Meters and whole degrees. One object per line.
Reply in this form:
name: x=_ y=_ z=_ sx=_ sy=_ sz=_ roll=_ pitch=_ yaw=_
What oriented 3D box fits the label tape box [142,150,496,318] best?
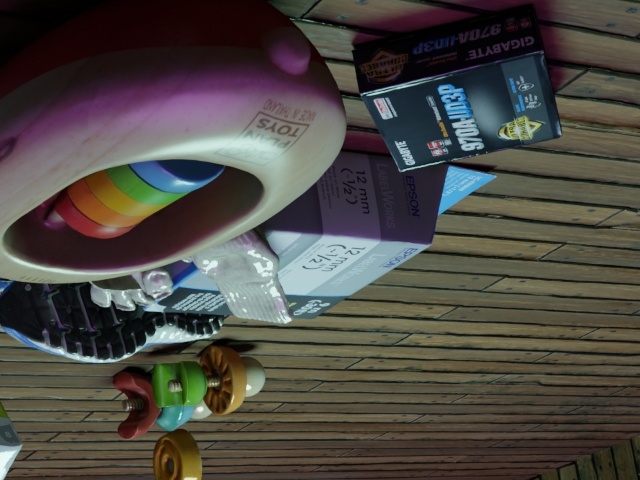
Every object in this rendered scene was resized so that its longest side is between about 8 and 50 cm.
label tape box: x=0.000 y=0.000 z=1.785 sx=0.347 sy=0.115 sz=0.249 roll=7 pitch=155 yaw=-32

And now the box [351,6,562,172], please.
box: x=0.138 y=-0.142 z=1.540 sx=0.175 sy=0.051 sz=0.220 roll=-12 pitch=160 yaw=9

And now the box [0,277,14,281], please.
box: x=-0.334 y=-0.011 z=1.725 sx=0.136 sy=0.036 sz=0.225 roll=8 pitch=154 yaw=-37

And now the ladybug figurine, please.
ladybug figurine: x=-0.164 y=-0.096 z=1.378 sx=0.305 sy=0.162 sz=0.449 roll=13 pitch=152 yaw=-43

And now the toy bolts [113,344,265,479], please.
toy bolts: x=-0.185 y=0.264 z=2.343 sx=0.158 sy=0.218 sz=0.228 roll=-2 pitch=178 yaw=-36

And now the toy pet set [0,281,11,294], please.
toy pet set: x=-0.427 y=0.081 z=1.858 sx=0.114 sy=0.065 sz=0.122 roll=6 pitch=173 yaw=-14

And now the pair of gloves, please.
pair of gloves: x=-0.153 y=0.016 z=1.621 sx=0.240 sy=0.042 sz=0.204 roll=8 pitch=144 yaw=17

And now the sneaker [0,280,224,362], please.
sneaker: x=-0.263 y=0.090 z=1.872 sx=0.147 sy=0.130 sz=0.330 roll=-16 pitch=169 yaw=34

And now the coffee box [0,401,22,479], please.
coffee box: x=-0.579 y=0.218 z=1.654 sx=0.337 sy=0.334 sz=0.338 roll=11 pitch=120 yaw=-42
